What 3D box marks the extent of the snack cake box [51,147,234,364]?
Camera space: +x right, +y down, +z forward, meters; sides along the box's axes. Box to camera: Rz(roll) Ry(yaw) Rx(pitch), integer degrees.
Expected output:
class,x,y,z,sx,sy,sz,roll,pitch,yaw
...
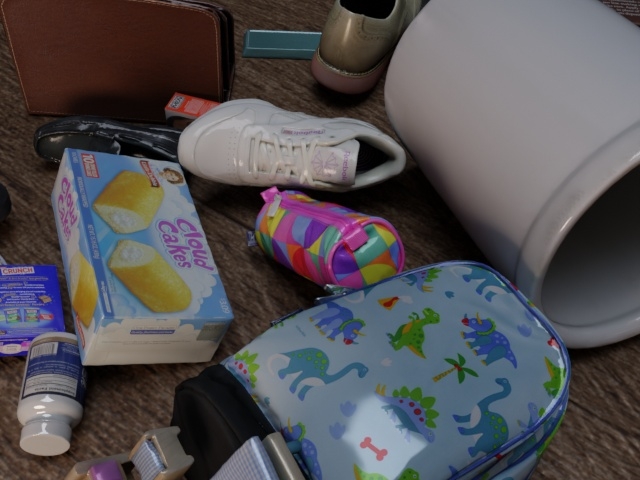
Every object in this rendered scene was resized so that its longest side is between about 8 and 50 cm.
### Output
class,x,y,z,sx,sy,sz,roll,pitch,yaw
snack cake box,-0.217,0.016,0.901,0.152,0.089,0.264,3,45,-33

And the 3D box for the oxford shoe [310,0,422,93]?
class,x,y,z,sx,sy,sz,roll,pitch,yaw
oxford shoe,0.105,-0.397,1.268,0.141,0.146,0.397,21,46,3

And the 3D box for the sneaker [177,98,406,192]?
class,x,y,z,sx,sy,sz,roll,pitch,yaw
sneaker,-0.030,-0.123,1.001,0.305,0.114,0.152,-2,15,-18

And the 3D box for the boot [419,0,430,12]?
class,x,y,z,sx,sy,sz,roll,pitch,yaw
boot,0.279,-0.382,1.314,0.207,0.094,0.246,12,43,11

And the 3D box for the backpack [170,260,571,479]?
class,x,y,z,sx,sy,sz,roll,pitch,yaw
backpack,0.072,0.174,0.739,0.356,0.273,0.290,-8,43,-31

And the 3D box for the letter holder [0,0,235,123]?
class,x,y,z,sx,sy,sz,roll,pitch,yaw
letter holder,-0.287,-0.305,1.126,0.302,0.214,0.152,4,49,-1

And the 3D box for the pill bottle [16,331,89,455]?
class,x,y,z,sx,sy,sz,roll,pitch,yaw
pill bottle,-0.285,0.164,0.814,0.067,0.067,0.120,-2,49,-6

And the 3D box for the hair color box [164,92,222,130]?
class,x,y,z,sx,sy,sz,roll,pitch,yaw
hair color box,-0.150,-0.160,1.105,0.141,0.072,0.043,15,49,10

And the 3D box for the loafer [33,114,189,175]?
class,x,y,z,sx,sy,sz,roll,pitch,yaw
loafer,-0.287,-0.124,1.059,0.224,0.076,0.078,4,41,-6

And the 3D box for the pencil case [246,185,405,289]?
class,x,y,z,sx,sy,sz,roll,pitch,yaw
pencil case,0.000,0.000,0.896,0.105,0.104,0.236,-23,22,-23

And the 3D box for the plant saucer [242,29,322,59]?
class,x,y,z,sx,sy,sz,roll,pitch,yaw
plant saucer,-0.037,-0.336,1.303,0.192,0.018,0.067,1,49,-2

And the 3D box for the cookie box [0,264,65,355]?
class,x,y,z,sx,sy,sz,roll,pitch,yaw
cookie box,-0.349,0.080,0.885,0.092,0.040,0.107,1,47,-28

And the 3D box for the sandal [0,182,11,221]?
class,x,y,z,sx,sy,sz,roll,pitch,yaw
sandal,-0.479,0.004,0.903,0.097,0.054,0.254,20,51,12

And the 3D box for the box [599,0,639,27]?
class,x,y,z,sx,sy,sz,roll,pitch,yaw
box,0.496,-0.432,1.349,0.191,0.143,0.381,5,50,1

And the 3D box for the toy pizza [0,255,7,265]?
class,x,y,z,sx,sy,sz,roll,pitch,yaw
toy pizza,-0.477,0.064,0.910,0.202,0.032,0.201,2,49,-2

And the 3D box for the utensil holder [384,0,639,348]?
class,x,y,z,sx,sy,sz,roll,pitch,yaw
utensil holder,0.293,-0.120,0.924,0.328,0.327,0.385,-14,47,-16

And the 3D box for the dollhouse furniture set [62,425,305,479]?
class,x,y,z,sx,sy,sz,roll,pitch,yaw
dollhouse furniture set,-0.123,0.249,0.539,0.198,0.303,0.286,-5,55,-44
